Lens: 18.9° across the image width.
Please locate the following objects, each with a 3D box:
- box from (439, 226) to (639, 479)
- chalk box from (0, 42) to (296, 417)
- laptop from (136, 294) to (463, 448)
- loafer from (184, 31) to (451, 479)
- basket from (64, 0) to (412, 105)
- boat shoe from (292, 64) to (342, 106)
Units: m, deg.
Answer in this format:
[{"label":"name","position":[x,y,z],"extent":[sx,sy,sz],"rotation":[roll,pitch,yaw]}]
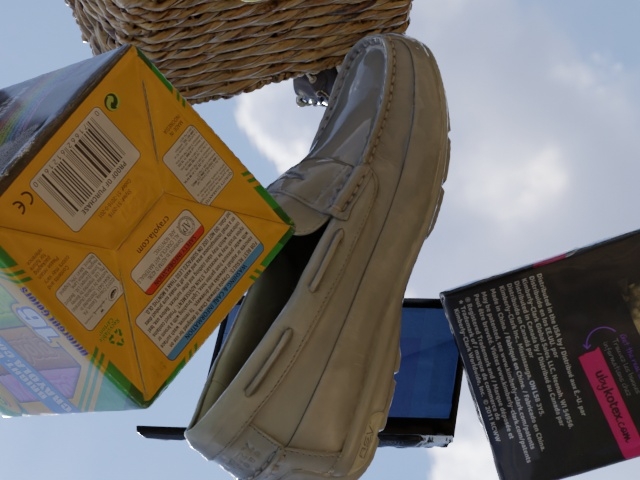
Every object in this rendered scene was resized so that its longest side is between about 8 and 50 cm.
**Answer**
[{"label":"box","position":[0.239,0.059,1.278],"extent":[0.165,0.270,0.143],"rotation":[1,-109,-75]},{"label":"chalk box","position":[-0.143,0.003,0.996],"extent":[0.132,0.213,0.132],"rotation":[48,-118,-19]},{"label":"laptop","position":[-0.005,0.106,1.635],"extent":[0.264,0.234,0.137],"rotation":[25,-114,-76]},{"label":"loafer","position":[0.000,0.000,1.153],"extent":[0.111,0.112,0.319],"rotation":[26,-123,-20]},{"label":"basket","position":[-0.071,-0.276,1.696],"extent":[0.223,0.299,0.213],"rotation":[101,147,-56]},{"label":"boat shoe","position":[0.004,-0.151,1.816],"extent":[0.075,0.065,0.206],"rotation":[23,-150,-57]}]
